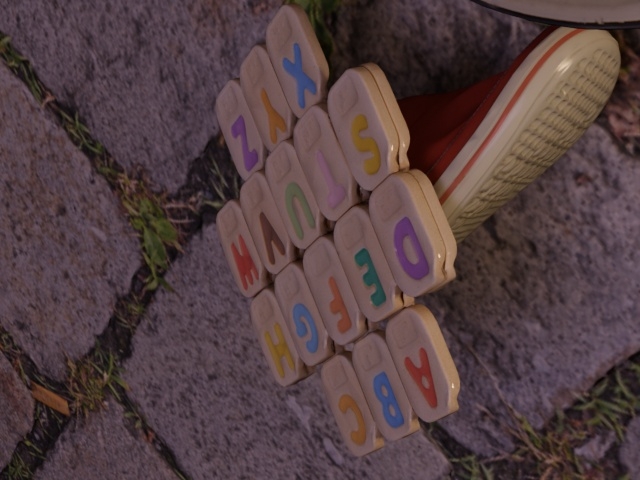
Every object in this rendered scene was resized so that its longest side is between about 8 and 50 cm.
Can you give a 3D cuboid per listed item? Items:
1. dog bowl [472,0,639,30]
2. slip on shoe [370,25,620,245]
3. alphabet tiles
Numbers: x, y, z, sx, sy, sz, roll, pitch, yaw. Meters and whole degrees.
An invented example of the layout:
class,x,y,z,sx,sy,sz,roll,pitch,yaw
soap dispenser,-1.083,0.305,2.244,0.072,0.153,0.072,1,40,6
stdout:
class,x,y,z,sx,sy,sz,roll,pitch,yaw
dog bowl,0.132,-0.310,0.651,0.408,0.150,0.408,27,133,33
slip on shoe,0.070,-0.050,0.936,0.101,0.123,0.331,56,147,7
alphabet tiles,0.000,0.000,0.959,0.278,0.021,0.284,68,153,10
